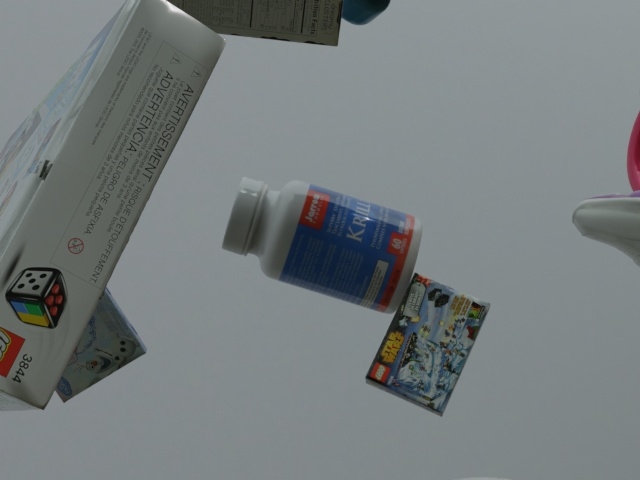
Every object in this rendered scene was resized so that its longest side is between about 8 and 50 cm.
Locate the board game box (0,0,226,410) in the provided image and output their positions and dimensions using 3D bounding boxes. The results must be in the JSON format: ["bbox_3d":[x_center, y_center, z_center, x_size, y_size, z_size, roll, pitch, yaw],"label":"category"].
[{"bbox_3d":[-0.165,-0.002,0.604,0.053,0.305,0.193,31,-110,-19],"label":"board game box"}]

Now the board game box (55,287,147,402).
[{"bbox_3d":[-0.222,0.088,0.997,0.090,0.020,0.090,-31,-79,-1],"label":"board game box"}]

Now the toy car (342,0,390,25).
[{"bbox_3d":[0.106,-0.400,1.228,0.210,0.219,0.238,52,-134,-4],"label":"toy car"}]

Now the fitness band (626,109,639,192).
[{"bbox_3d":[0.597,-0.160,1.842,0.054,0.291,0.209,-2,-83,-8],"label":"fitness band"}]

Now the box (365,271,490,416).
[{"bbox_3d":[0.120,0.115,1.205,0.137,0.093,0.027,-63,-13,-17],"label":"box"}]

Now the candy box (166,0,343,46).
[{"bbox_3d":[-0.074,-0.268,1.088,0.196,0.165,0.070,5,-56,-4],"label":"candy box"}]

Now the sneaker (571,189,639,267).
[{"bbox_3d":[0.374,0.047,1.033,0.114,0.305,0.152,13,-81,-66],"label":"sneaker"}]

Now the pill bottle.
[{"bbox_3d":[0.000,0.000,1.291,0.124,0.221,0.124,-163,90,-87],"label":"pill bottle"}]

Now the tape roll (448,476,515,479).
[{"bbox_3d":[0.195,0.470,1.252,0.072,0.392,0.392,-11,-59,-70],"label":"tape roll"}]
